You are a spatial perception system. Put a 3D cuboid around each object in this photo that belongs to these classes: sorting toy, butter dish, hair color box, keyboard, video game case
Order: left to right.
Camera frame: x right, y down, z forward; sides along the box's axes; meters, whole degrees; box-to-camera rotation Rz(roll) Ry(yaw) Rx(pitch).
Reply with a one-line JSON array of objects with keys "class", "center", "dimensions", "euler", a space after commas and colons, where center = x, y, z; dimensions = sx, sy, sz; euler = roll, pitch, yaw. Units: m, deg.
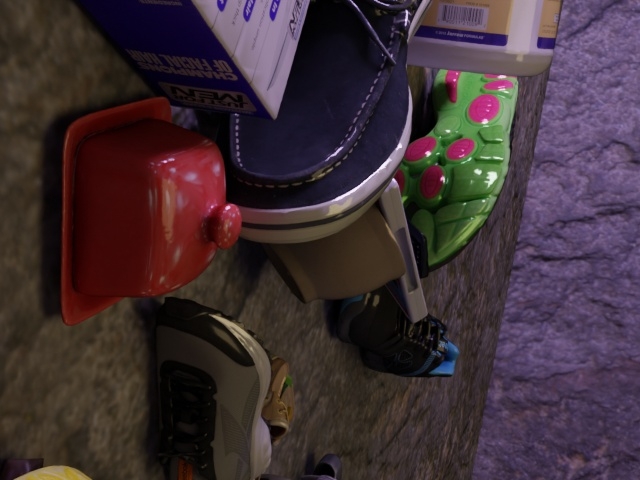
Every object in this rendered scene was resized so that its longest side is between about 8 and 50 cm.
[{"class": "butter dish", "center": [-0.117, -0.020, 0.811], "dimensions": [0.160, 0.118, 0.159], "euler": [-34, 131, -64]}, {"class": "hair color box", "center": [-0.102, -0.242, 0.749], "dimensions": [0.339, 0.110, 0.185], "euler": [50, 51, -64]}, {"class": "sorting toy", "center": [-0.045, 0.205, 1.311], "dimensions": [0.062, 0.012, 0.083], "euler": [-57, 152, -48]}, {"class": "video game case", "center": [0.046, -0.048, 1.202], "dimensions": [0.025, 0.204, 0.285], "euler": [-30, 148, -7]}, {"class": "keyboard", "center": [0.075, -0.011, 1.350], "dimensions": [0.038, 0.192, 0.100], "euler": [-22, 130, -15]}]

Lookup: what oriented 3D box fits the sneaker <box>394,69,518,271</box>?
[{"class": "sneaker", "center": [0.217, -0.095, 1.645], "dimensions": [0.482, 0.185, 0.202], "euler": [-58, 149, -44]}]

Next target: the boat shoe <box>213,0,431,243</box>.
[{"class": "boat shoe", "center": [0.008, -0.198, 0.996], "dimensions": [0.156, 0.187, 0.500], "euler": [74, 27, -43]}]

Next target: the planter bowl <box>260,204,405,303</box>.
[{"class": "planter bowl", "center": [0.000, 0.000, 1.129], "dimensions": [0.109, 0.162, 0.162], "euler": [-35, 149, -9]}]

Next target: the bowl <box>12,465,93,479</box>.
[{"class": "bowl", "center": [-0.174, 0.310, 0.686], "dimensions": [0.289, 0.156, 0.289], "euler": [-54, 159, -32]}]

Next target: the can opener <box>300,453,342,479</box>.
[{"class": "can opener", "center": [0.009, 0.433, 1.501], "dimensions": [0.095, 0.076, 0.283], "euler": [-47, 145, -56]}]

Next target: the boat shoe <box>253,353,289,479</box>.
[{"class": "boat shoe", "center": [-0.063, 0.205, 1.185], "dimensions": [0.063, 0.059, 0.170], "euler": [78, 30, -50]}]

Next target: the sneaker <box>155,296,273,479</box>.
[{"class": "sneaker", "center": [-0.106, 0.163, 0.985], "dimensions": [0.108, 0.100, 0.271], "euler": [-54, 150, -41]}]

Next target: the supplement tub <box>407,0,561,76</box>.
[{"class": "supplement tub", "center": [0.189, -0.380, 1.312], "dimensions": [0.241, 0.241, 0.331], "euler": [-26, 125, -67]}]

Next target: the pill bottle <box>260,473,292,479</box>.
[{"class": "pill bottle", "center": [-0.074, 0.357, 1.171], "dimensions": [0.184, 0.103, 0.103], "euler": [-59, 153, -45]}]

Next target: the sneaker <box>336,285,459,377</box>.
[{"class": "sneaker", "center": [0.118, 0.118, 1.541], "dimensions": [0.341, 0.140, 0.125], "euler": [49, 56, -65]}]

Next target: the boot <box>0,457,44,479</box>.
[{"class": "boot", "center": [-0.230, 0.195, 0.729], "dimensions": [0.106, 0.037, 0.114], "euler": [85, 24, -66]}]
